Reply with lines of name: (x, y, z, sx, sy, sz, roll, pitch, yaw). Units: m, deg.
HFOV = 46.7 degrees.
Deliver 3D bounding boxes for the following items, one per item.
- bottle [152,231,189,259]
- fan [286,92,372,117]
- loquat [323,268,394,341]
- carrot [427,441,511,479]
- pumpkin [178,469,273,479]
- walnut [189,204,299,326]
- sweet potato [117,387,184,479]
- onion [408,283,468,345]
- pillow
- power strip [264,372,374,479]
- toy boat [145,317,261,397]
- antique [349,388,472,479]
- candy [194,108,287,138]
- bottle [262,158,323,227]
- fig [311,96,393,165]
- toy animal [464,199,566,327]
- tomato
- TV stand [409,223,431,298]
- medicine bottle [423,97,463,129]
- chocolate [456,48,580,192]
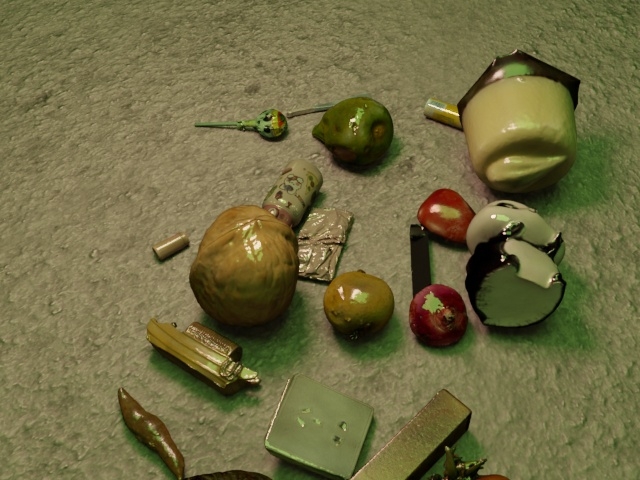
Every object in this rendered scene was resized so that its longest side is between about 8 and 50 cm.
bottle: (-0.403, 0.014, 2.004, 0.096, 0.045, 0.045, -29, 55, -23)
fan: (0.027, -0.432, 2.368, 0.282, 0.023, 0.057, -11, 52, -7)
loquat: (0.093, 0.147, 1.798, 0.172, 0.149, 0.204, -4, 39, 5)
carrot: (0.318, 0.561, 1.410, 0.214, 0.193, 0.331, -32, 57, 7)
pumpkin: (-0.189, 0.518, 1.532, 0.278, 0.111, 0.163, 22, 50, 22)
walnut: (-0.176, 0.061, 1.780, 0.252, 0.313, 0.277, 16, 44, -5)
sweet potato: (-0.374, 0.428, 1.645, 0.067, 0.067, 0.274, -35, 58, -23)
onion: (0.284, 0.176, 1.756, 0.150, 0.140, 0.150, 0, 82, 1)
pillow: (0.000, 0.000, 1.991, 0.135, 0.049, 0.248, 8, 48, 15)
power strip: (-0.006, 0.419, 1.629, 0.213, 0.064, 0.198, 23, 52, 4)
toy boat: (-0.276, 0.264, 1.757, 0.310, 0.089, 0.115, 27, 65, 23)
antique: (0.188, 0.454, 1.569, 0.310, 0.093, 0.087, -38, 58, -25)
candy: (-0.251, -0.359, 2.299, 0.305, 0.083, 0.091, 0, 45, 14)
bottle: (-0.093, -0.102, 2.033, 0.120, 0.120, 0.253, 17, 53, 17)
fig: (0.073, -0.332, 2.199, 0.206, 0.206, 0.275, -41, 36, -27)
toy animal: (0.465, 0.040, 1.822, 0.251, 0.251, 0.310, 6, 38, 8)
tomato: (0.358, -0.078, 1.991, 0.174, 0.082, 0.166, 31, 41, 16)
TV stand: (0.260, 0.066, 1.924, 0.049, 0.040, 0.256, 0, 50, 4)
medicine bottle: (0.426, -0.376, 2.266, 0.218, 0.074, 0.074, 25, 56, 24)
chocolate: (0.562, -0.286, 2.022, 0.314, 0.326, 0.297, 18, 42, -25)
